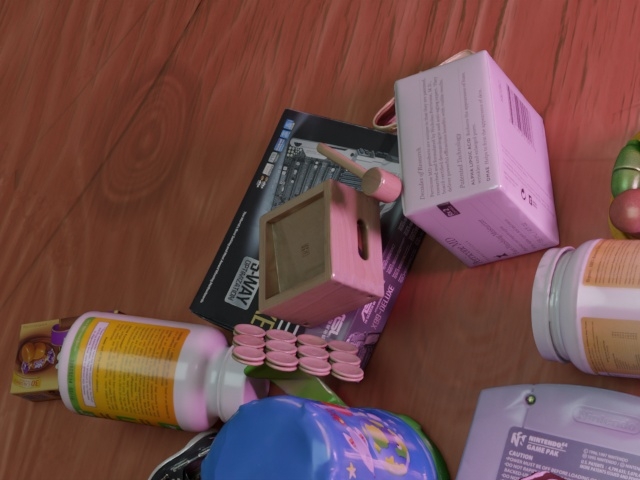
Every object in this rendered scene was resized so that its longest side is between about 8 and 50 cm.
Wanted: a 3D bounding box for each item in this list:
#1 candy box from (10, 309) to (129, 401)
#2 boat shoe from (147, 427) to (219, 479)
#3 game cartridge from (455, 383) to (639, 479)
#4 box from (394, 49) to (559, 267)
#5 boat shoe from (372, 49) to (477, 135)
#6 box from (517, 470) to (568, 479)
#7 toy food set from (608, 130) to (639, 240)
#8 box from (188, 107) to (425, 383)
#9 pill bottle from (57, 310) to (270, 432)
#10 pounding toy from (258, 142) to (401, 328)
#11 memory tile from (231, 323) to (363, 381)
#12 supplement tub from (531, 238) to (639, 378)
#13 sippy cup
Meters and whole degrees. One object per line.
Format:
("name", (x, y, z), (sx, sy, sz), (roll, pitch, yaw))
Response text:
("candy box", (-0.352, 0.168, 1.549), (0.187, 0.053, 0.109), (-9, 64, 30))
("boat shoe", (-0.171, 0.294, 1.382), (0.125, 0.046, 0.038), (-40, 48, 0))
("game cartridge", (0.284, 0.252, 1.110), (0.294, 0.060, 0.196), (9, 77, 35))
("box", (0.181, -0.089, 1.250), (0.119, 0.181, 0.182), (-16, 61, 28))
("boat shoe", (0.139, -0.188, 1.400), (0.170, 0.059, 0.063), (-43, 53, 8))
("box", (0.315, 0.370, 0.936), (0.381, 0.143, 0.191), (19, 100, 31))
("toy food set", (0.372, -0.050, 1.182), (0.128, 0.071, 0.218), (4, 71, 33))
("box", (0.000, 0.000, 1.388), (0.242, 0.076, 0.307), (19, 79, 36))
("pill bottle", (-0.195, 0.170, 1.376), (0.246, 0.136, 0.136), (6, 71, 16))
("pounding toy", (0.029, -0.018, 1.248), (0.206, 0.094, 0.181), (-27, 54, 40))
("memory tile", (-0.027, 0.126, 1.211), (0.113, 0.148, 0.012), (-105, 26, -75))
("supplement tub", (0.332, 0.070, 1.104), (0.200, 0.144, 0.144), (2, 70, 33))
("sippy cup", (-0.005, 0.273, 1.172), (0.305, 0.224, 0.240), (25, 84, 37))
